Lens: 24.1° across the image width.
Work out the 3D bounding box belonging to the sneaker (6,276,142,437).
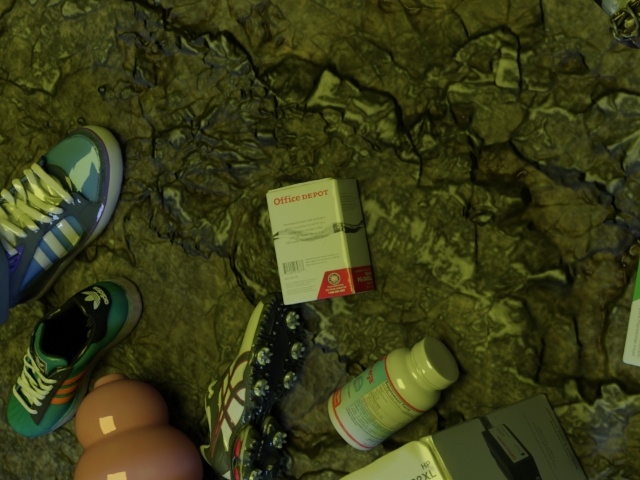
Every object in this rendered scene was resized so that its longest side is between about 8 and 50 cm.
[{"bbox_3d":[-0.381,0.170,2.137,0.108,0.121,0.302,46,115,21],"label":"sneaker"}]

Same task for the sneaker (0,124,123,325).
[{"bbox_3d":[-0.431,-0.021,2.086,0.130,0.236,0.322,46,115,20],"label":"sneaker"}]

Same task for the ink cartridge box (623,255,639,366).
[{"bbox_3d":[0.451,0.083,1.633,0.208,0.087,0.153,12,98,35],"label":"ink cartridge box"}]

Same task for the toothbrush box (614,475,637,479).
[{"bbox_3d":[0.431,0.409,1.656,0.296,0.126,0.216,10,99,30],"label":"toothbrush box"}]

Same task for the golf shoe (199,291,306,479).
[{"bbox_3d":[-0.100,0.192,1.982,0.120,0.105,0.272,19,103,36],"label":"golf shoe"}]

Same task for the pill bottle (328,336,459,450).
[{"bbox_3d":[0.092,0.188,1.870,0.160,0.087,0.087,-38,74,27],"label":"pill bottle"}]

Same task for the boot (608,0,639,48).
[{"bbox_3d":[0.399,-0.279,1.560,0.229,0.263,0.091,-35,59,21],"label":"boot"}]

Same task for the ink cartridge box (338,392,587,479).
[{"bbox_3d":[0.136,0.297,1.722,0.223,0.307,0.129,-33,76,29],"label":"ink cartridge box"}]

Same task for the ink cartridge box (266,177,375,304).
[{"bbox_3d":[0.000,0.000,1.926,0.109,0.063,0.150,-10,88,32],"label":"ink cartridge box"}]

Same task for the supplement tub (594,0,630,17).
[{"bbox_3d":[0.314,-0.344,1.679,0.190,0.117,0.117,49,116,18],"label":"supplement tub"}]

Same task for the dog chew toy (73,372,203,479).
[{"bbox_3d":[-0.241,0.340,2.029,0.207,0.207,0.331,-29,70,30],"label":"dog chew toy"}]
